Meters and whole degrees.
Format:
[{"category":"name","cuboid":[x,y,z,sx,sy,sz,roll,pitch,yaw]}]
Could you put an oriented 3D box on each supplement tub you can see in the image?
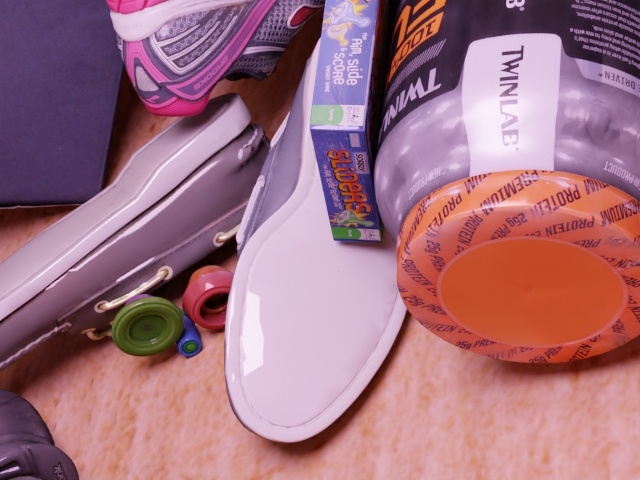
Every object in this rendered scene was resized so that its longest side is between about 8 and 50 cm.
[{"category":"supplement tub","cuboid":[0.137,-0.095,0.963,0.194,0.193,0.316,-13,47,26]}]

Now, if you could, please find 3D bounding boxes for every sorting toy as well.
[{"category":"sorting toy","cuboid":[-0.101,0.047,1.103,0.102,0.061,0.042,-16,41,-9]}]

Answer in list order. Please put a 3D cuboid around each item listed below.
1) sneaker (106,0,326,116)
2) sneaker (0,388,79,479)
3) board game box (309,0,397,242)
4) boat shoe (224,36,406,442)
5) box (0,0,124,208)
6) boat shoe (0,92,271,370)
[{"category":"sneaker","cuboid":[-0.050,-0.178,1.168,0.121,0.112,0.299,1,19,39]},{"category":"sneaker","cuboid":[-0.302,0.208,1.083,0.286,0.109,0.130,-30,35,-4]},{"category":"board game box","cuboid":[0.027,-0.118,0.999,0.035,0.136,0.201,2,62,9]},{"category":"boat shoe","cuboid":[0.000,0.000,1.072,0.099,0.116,0.319,126,159,-61]},{"category":"box","cuboid":[-0.340,-0.345,1.263,0.297,0.479,0.471,-1,34,-25]},{"category":"boat shoe","cuboid":[-0.155,0.018,1.134,0.305,0.091,0.109,-39,21,-3]}]
